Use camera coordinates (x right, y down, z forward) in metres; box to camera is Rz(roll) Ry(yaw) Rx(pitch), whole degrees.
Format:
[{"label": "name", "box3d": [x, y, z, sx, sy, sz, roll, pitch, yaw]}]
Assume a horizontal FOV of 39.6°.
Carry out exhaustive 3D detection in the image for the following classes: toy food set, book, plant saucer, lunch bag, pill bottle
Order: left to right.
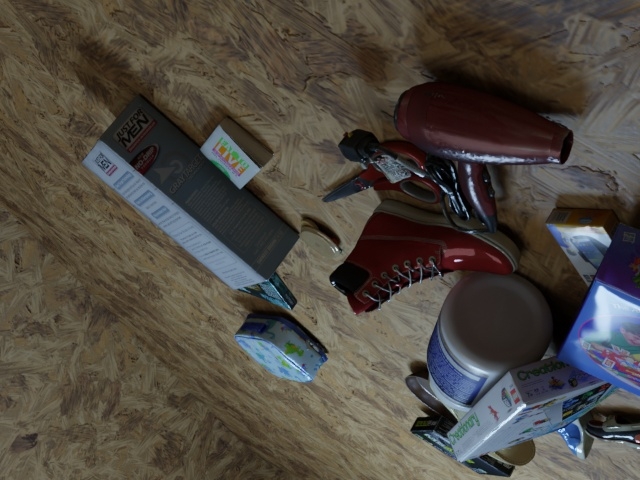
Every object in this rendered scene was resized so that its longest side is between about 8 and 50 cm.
[{"label": "book", "box3d": [-0.139, -0.140, 1.431, 0.096, 0.035, 0.144, 43, 160, -7]}, {"label": "lunch bag", "box3d": [-0.098, 0.249, 2.094, 0.176, 0.090, 0.219, 44, 158, -21]}, {"label": "toy food set", "box3d": [0.000, 0.000, 1.519, 0.083, 0.020, 0.082, 29, 158, 18]}, {"label": "plant saucer", "box3d": [0.247, 0.312, 1.782, 0.168, 0.029, 0.168, 31, 160, 13]}, {"label": "pill bottle", "box3d": [0.237, 0.159, 1.305, 0.153, 0.153, 0.264, 31, 158, 13]}]

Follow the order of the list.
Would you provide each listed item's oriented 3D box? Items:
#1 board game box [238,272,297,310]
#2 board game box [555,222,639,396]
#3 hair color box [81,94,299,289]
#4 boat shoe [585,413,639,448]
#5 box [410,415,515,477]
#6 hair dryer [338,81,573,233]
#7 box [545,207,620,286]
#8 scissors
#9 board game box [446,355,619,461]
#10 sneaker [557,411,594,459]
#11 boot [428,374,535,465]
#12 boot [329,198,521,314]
[{"label": "board game box", "box3d": [-0.147, 0.082, 1.909, 0.186, 0.026, 0.126, 17, 152, 40]}, {"label": "board game box", "box3d": [0.455, 0.132, 0.973, 0.347, 0.078, 0.233, 24, 156, 15]}, {"label": "hair color box", "box3d": [-0.236, -0.075, 1.598, 0.374, 0.113, 0.185, 41, 158, -14]}, {"label": "boat shoe", "box3d": [0.469, 0.292, 1.384, 0.137, 0.049, 0.043, -3, 94, 62]}, {"label": "box", "box3d": [0.303, 0.442, 1.912, 0.191, 0.045, 0.184, 32, 166, -3]}, {"label": "hair dryer", "box3d": [0.172, -0.098, 1.005, 0.224, 0.080, 0.293, 29, 165, -20]}, {"label": "box", "box3d": [0.330, 0.017, 1.040, 0.081, 0.028, 0.136, 5, 141, 53]}, {"label": "scissors", "box3d": [0.061, -0.091, 1.244, 0.109, 0.021, 0.297, 45, 159, -28]}, {"label": "board game box", "box3d": [0.312, 0.229, 1.257, 0.305, 0.193, 0.053, 107, 146, -61]}, {"label": "sneaker", "box3d": [0.403, 0.302, 1.475, 0.085, 0.058, 0.152, 12, 145, 36]}, {"label": "boot", "box3d": [0.319, 0.327, 1.559, 0.262, 0.095, 0.203, 49, 172, -14]}, {"label": "boot", "box3d": [0.133, 0.045, 1.196, 0.244, 0.176, 0.088, 14, 148, 42]}]
